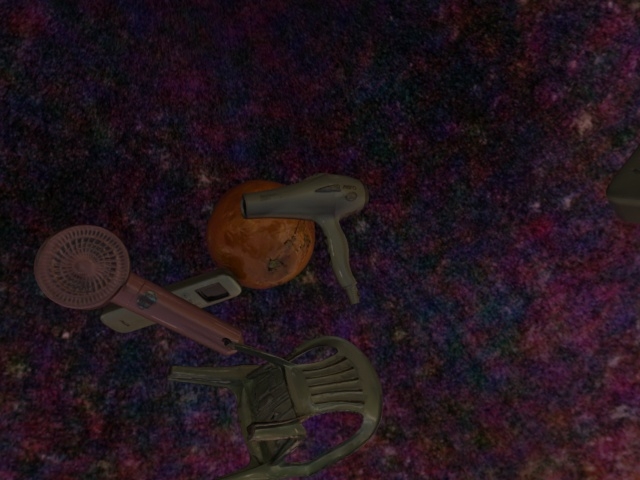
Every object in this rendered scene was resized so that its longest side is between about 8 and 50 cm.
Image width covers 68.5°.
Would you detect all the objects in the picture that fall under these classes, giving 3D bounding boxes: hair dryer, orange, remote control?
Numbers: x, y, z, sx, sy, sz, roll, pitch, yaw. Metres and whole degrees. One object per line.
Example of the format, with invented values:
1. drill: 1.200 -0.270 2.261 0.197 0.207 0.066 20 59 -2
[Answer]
1. hair dryer: -0.028 -0.018 0.772 0.218 0.225 0.088 12 158 -15
2. orange: -0.133 -0.013 1.060 0.245 0.246 0.246 -9 133 -9
3. hair dryer: -0.286 0.109 0.798 0.352 0.126 0.210 32 162 -15
4. remote control: -0.317 0.129 0.998 0.309 0.038 0.090 -18 138 9

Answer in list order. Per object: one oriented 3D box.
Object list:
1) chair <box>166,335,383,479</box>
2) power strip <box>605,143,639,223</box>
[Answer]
1. chair: -0.057 0.250 0.727 0.190 0.204 0.274 -41 145 24
2. power strip: 0.502 -0.123 0.565 0.265 0.193 0.059 -48 116 -11
